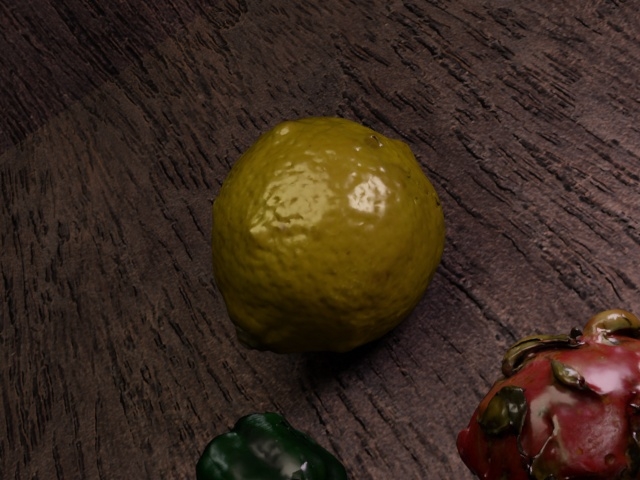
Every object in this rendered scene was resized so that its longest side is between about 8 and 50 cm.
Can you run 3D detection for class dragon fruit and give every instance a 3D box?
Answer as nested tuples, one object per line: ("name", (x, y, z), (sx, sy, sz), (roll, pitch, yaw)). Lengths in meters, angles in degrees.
("dragon fruit", (0.312, 0.211, 1.586), (0.291, 0.269, 0.250), (-37, 41, 4))

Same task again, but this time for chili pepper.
("chili pepper", (-0.087, 0.320, 1.899), (0.174, 0.165, 0.261), (-53, 39, -9))

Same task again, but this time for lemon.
("lemon", (0.000, 0.000, 2.074), (0.387, 0.350, 0.350), (-52, 34, -5))
